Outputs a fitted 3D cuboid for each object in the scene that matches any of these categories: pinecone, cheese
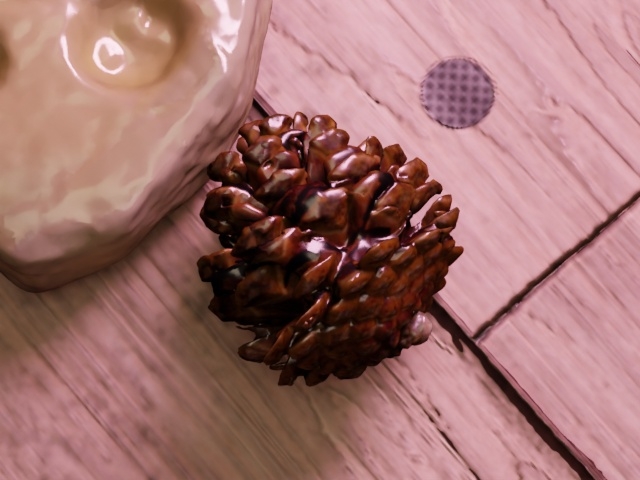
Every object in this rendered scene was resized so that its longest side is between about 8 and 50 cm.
[{"bbox_3d":[0.000,0.000,1.034,0.174,0.173,0.173,0,79,-1],"label":"pinecone"},{"bbox_3d":[-0.185,-0.133,1.075,0.318,0.115,0.326,-2,78,-1],"label":"cheese"}]
